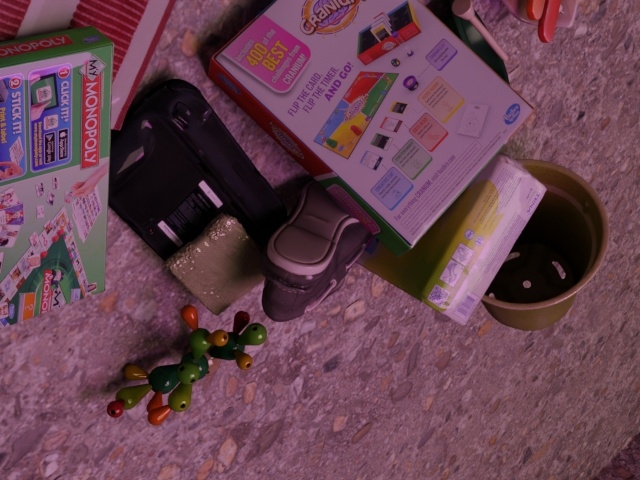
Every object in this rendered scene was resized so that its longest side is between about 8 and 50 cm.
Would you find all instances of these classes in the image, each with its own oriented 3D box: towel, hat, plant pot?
[{"bbox_3d":[-0.124,0.032,1.201,0.110,0.027,0.148,-40,143,0],"label":"towel"},{"bbox_3d":[-0.272,-0.253,0.900,0.329,0.037,0.237,19,98,-55],"label":"towel"},{"bbox_3d":[0.160,-0.244,1.408,0.183,0.173,0.208,-26,179,25],"label":"hat"},{"bbox_3d":[0.365,0.038,1.687,0.276,0.276,0.254,-50,154,-12],"label":"plant pot"}]

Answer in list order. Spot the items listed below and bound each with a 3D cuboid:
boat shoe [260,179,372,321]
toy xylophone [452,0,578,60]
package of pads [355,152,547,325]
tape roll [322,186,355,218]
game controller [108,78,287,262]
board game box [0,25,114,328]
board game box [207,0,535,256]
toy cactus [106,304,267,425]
[{"bbox_3d":[0.000,0.000,1.280,0.335,0.112,0.096,-47,159,-60],"label":"boat shoe"},{"bbox_3d":[0.283,-0.395,1.361,0.322,0.081,0.236,14,84,-55],"label":"toy xylophone"},{"bbox_3d":[0.166,-0.031,1.352,0.101,0.296,0.229,31,91,-26],"label":"package of pads"},{"bbox_3d":[0.093,-0.132,1.250,0.219,0.219,0.072,-50,154,-11],"label":"tape roll"},{"bbox_3d":[-0.154,-0.054,1.170,0.166,0.067,0.319,-39,141,-3],"label":"game controller"},{"bbox_3d":[-0.314,-0.045,0.947,0.213,0.046,0.317,-22,138,-37],"label":"board game box"},{"bbox_3d":[0.062,-0.176,1.132,0.242,0.316,0.064,-46,180,-16],"label":"board game box"},{"bbox_3d":[-0.170,0.155,1.242,0.219,0.112,0.180,-38,179,4],"label":"toy cactus"}]
